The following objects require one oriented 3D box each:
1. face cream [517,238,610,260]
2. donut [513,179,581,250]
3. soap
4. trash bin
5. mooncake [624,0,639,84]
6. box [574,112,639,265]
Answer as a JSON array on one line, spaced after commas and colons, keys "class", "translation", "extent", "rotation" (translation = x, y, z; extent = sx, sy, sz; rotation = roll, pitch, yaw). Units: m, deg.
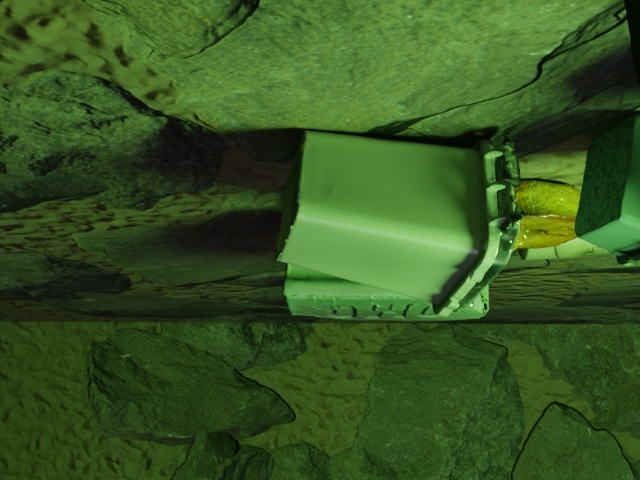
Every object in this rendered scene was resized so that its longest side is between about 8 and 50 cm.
[{"class": "face cream", "translation": [0.633, -0.008, 1.827], "extent": [0.348, 0.081, 0.173], "rotation": [-5, 165, 19]}, {"class": "donut", "translation": [0.428, -0.044, 1.611], "extent": [0.253, 0.118, 0.253], "rotation": [-2, 168, -1]}, {"class": "soap", "translation": [0.150, 0.085, 1.735], "extent": [0.446, 0.156, 0.261], "rotation": [0, 163, 2]}, {"class": "trash bin", "translation": [0.127, -0.052, 1.312], "extent": [0.367, 0.256, 0.296], "rotation": [11, 149, -9]}, {"class": "mooncake", "translation": [0.479, -0.224, 0.746], "extent": [0.351, 0.187, 0.351], "rotation": [0, 162, 0]}, {"class": "box", "translation": [0.506, -0.083, 1.255], "extent": [0.130, 0.227, 0.162], "rotation": [17, 163, -10]}]
